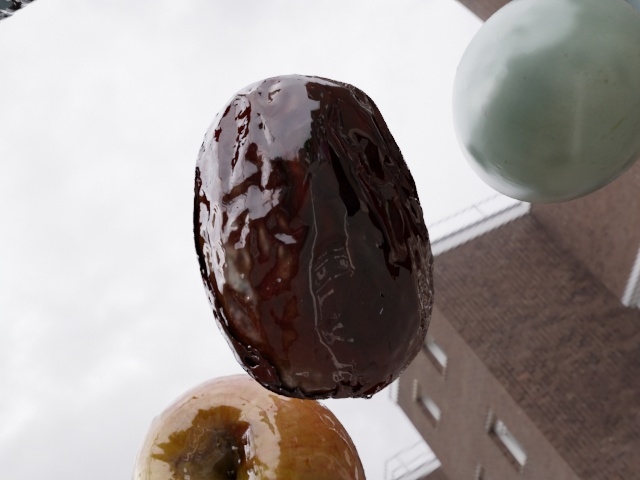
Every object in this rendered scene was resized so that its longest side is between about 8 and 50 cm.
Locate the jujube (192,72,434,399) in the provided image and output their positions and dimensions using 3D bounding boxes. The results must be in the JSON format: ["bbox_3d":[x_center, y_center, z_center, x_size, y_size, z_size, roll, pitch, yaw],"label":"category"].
[{"bbox_3d":[0.000,0.000,0.663,0.183,0.243,0.183,-6,-8,-1],"label":"jujube"}]

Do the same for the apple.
[{"bbox_3d":[-0.079,0.324,1.104,0.299,0.299,0.275,-39,-33,2],"label":"apple"}]

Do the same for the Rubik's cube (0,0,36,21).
[{"bbox_3d":[-0.308,-0.315,0.773,0.187,0.182,0.184,36,-115,-33],"label":"Rubik's cube"}]

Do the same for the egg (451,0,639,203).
[{"bbox_3d":[0.266,-0.157,1.023,0.230,0.230,0.371,-36,-8,-2],"label":"egg"}]
